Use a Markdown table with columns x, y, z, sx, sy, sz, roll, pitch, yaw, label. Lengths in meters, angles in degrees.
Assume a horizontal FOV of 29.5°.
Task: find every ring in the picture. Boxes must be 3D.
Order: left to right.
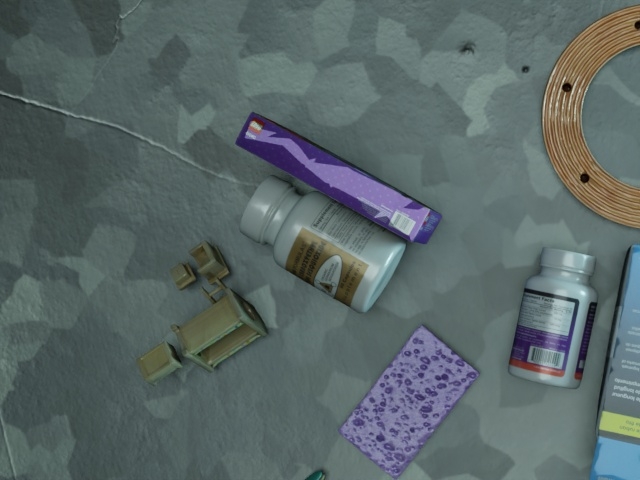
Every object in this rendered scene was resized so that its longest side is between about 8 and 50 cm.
| x | y | z | sx | sy | sz | roll | pitch | yaw | label |
| --- | --- | --- | --- | --- | --- | --- | --- | --- | --- |
| 0.496 | -0.183 | 1.796 | 0.337 | 0.032 | 0.336 | 0 | 89 | 10 | ring |

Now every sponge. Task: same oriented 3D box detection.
| x | y | z | sx | sy | sz | roll | pitch | yaw | label |
| --- | --- | --- | --- | --- | --- | --- | --- | --- | --- |
| 0.134 | 0.245 | 1.844 | 0.117 | 0.031 | 0.210 | 38 | 94 | 9 | sponge |

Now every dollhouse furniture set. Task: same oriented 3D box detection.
| x | y | z | sx | sy | sz | roll | pitch | yaw | label |
| --- | --- | --- | --- | --- | --- | --- | --- | --- | --- |
| -0.202 | 0.121 | 1.896 | 0.182 | 0.101 | 0.161 | -33 | 58 | 8 | dollhouse furniture set |

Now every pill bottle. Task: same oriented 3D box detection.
| x | y | z | sx | sy | sz | roll | pitch | yaw | label |
| --- | --- | --- | --- | --- | --- | --- | --- | --- | --- |
| 0.000 | 0.000 | 1.826 | 0.229 | 0.131 | 0.131 | 30 | 93 | 10 | pill bottle |
| 0.344 | 0.111 | 1.773 | 0.108 | 0.108 | 0.193 | 12 | 90 | 10 | pill bottle |

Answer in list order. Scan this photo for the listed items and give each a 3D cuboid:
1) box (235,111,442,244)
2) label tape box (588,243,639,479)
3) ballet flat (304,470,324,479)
| x | y | z | sx | sy | sz | roll | pitch | yaw | label |
| --- | --- | --- | --- | --- | --- | --- | --- | --- | --- |
| 0.032 | -0.088 | 1.788 | 0.293 | 0.201 | 0.057 | 30 | 94 | 9 | box |
| 0.531 | 0.198 | 1.730 | 0.249 | 0.115 | 0.347 | 11 | 89 | 10 | label tape box |
| -0.032 | 0.399 | 1.868 | 0.114 | 0.041 | 0.041 | -37 | 82 | 7 | ballet flat |
